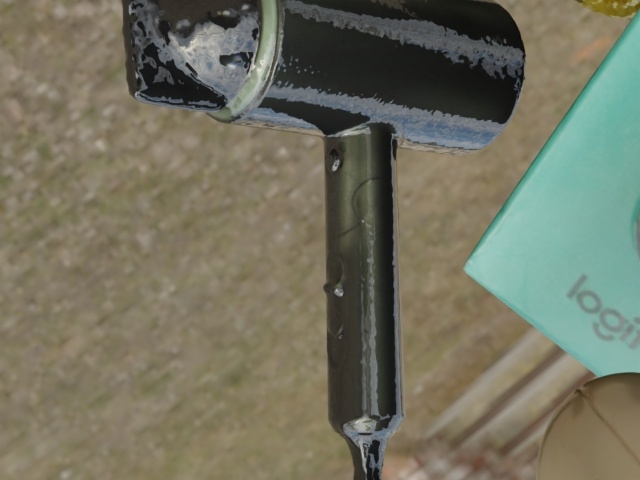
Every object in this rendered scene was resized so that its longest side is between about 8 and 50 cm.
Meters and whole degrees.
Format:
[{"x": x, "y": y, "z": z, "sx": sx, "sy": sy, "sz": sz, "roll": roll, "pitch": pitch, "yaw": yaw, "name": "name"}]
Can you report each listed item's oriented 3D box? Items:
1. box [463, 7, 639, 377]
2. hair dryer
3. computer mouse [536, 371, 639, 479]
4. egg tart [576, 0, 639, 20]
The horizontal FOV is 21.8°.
[{"x": 0.218, "y": -0.050, "z": 0.629, "sx": 0.118, "sy": 0.205, "sz": 0.311, "roll": -44, "pitch": 169, "yaw": -50, "name": "box"}, {"x": 0.000, "y": 0.000, "z": 0.722, "sx": 0.195, "sy": 0.248, "sz": 0.078, "roll": 4, "pitch": 169, "yaw": -38, "name": "hair dryer"}, {"x": 0.158, "y": 0.133, "z": 0.499, "sx": 0.082, "sy": 0.236, "sz": 0.145, "roll": -39, "pitch": 154, "yaw": 2, "name": "computer mouse"}, {"x": 0.142, "y": -0.151, "z": 0.794, "sx": 0.052, "sy": 0.130, "sz": 0.130, "roll": -44, "pitch": 170, "yaw": -25, "name": "egg tart"}]
